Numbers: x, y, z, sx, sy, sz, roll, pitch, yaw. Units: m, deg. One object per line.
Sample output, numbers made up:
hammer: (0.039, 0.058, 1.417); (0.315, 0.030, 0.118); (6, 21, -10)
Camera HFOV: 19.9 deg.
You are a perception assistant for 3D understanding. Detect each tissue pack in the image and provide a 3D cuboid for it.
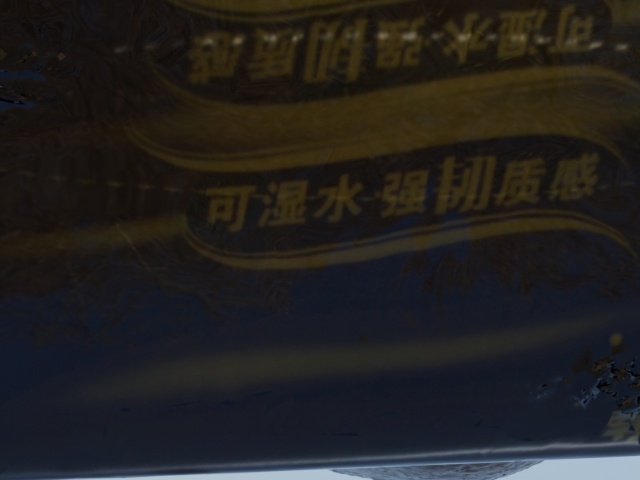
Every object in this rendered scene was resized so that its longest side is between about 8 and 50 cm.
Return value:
tissue pack: (-0.015, -0.066, 0.476); (0.198, 0.370, 0.210); (-121, -147, -60)

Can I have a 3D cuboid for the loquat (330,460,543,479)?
loquat: (0.037, 0.002, 1.004); (0.284, 0.276, 0.276); (8, 146, -41)
